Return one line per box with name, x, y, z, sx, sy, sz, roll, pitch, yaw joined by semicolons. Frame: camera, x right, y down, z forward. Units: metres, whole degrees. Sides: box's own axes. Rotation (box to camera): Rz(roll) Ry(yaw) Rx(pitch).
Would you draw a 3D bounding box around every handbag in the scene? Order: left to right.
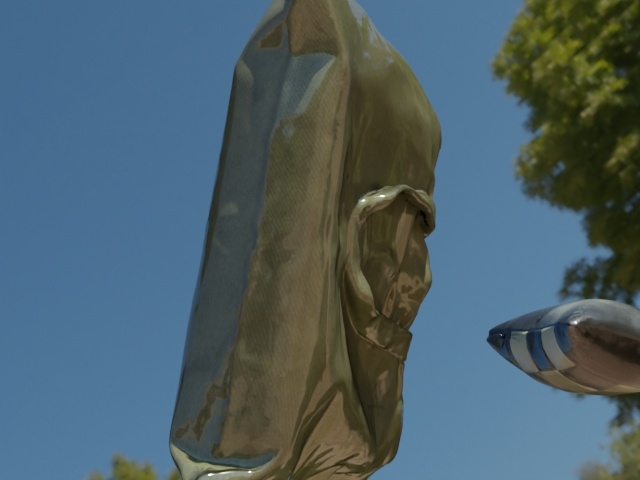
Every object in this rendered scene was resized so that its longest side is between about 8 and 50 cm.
handbag;0.001;0.004;0.776;0.109;0.316;0.253;5;-9;22

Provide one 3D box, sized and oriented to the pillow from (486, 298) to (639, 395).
pillow;0.314;0.121;1.386;0.186;0.106;0.250;15;-11;-11
